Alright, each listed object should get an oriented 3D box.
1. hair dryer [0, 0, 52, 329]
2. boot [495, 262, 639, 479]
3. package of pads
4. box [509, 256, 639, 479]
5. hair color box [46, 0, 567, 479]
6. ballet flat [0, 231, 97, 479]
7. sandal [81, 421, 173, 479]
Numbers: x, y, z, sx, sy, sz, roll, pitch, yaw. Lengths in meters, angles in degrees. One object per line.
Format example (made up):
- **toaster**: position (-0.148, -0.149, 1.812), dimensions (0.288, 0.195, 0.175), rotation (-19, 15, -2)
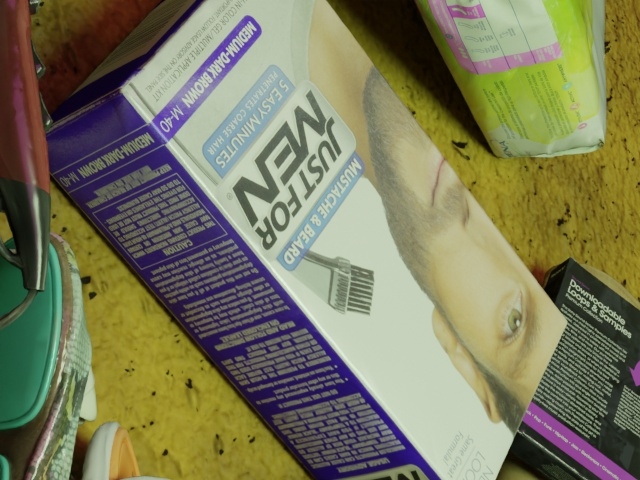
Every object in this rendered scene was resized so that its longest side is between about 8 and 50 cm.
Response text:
- **hair dryer**: position (-0.168, -0.107, 0.721), dimensions (0.293, 0.080, 0.223), rotation (-45, 101, -14)
- **boot**: position (0.217, 0.183, 1.039), dimensions (0.236, 0.089, 0.270), rotation (48, 46, -21)
- **package of pads**: position (0.144, -0.215, 1.028), dimensions (0.296, 0.101, 0.229), rotation (49, 41, -58)
- **box**: position (0.193, 0.105, 0.993), dimensions (0.116, 0.029, 0.162), rotation (37, 52, -11)
- **hair color box**: position (0.000, 0.000, 0.880), dimensions (0.339, 0.110, 0.185), rotation (52, 46, -20)
- **ballet flat**: position (-0.152, 0.108, 0.723), dimensions (0.079, 0.076, 0.222), rotation (34, 56, -54)
- **sandal**: position (-0.065, 0.209, 0.693), dimensions (0.102, 0.076, 0.265), rotation (79, -2, -52)
